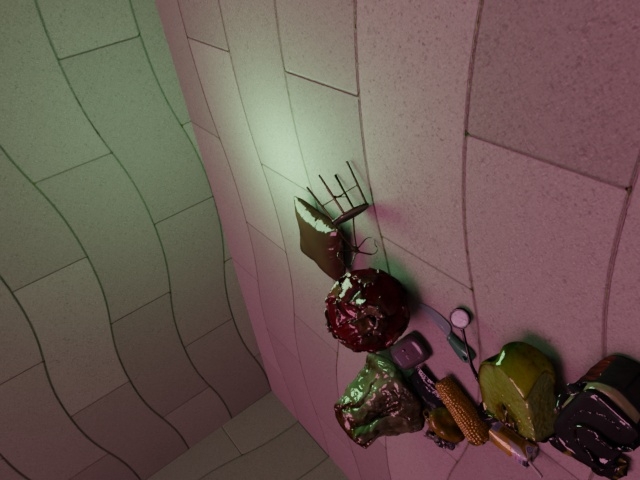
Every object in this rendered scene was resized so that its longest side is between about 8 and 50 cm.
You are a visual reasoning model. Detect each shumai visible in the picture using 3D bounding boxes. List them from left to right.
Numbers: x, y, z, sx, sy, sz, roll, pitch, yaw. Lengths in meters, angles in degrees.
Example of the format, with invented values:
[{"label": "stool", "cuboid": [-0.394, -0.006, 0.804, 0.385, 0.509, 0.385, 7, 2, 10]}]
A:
[{"label": "shumai", "cuboid": [0.229, 0.702, 2.106, 0.324, 0.323, 0.398, 33, 151, 59]}]

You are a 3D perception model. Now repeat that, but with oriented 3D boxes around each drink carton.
[{"label": "drink carton", "cuboid": [0.650, 0.680, 1.627, 0.200, 0.074, 0.084, 31, 143, 44]}]

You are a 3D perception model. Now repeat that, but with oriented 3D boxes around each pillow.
[{"label": "pillow", "cuboid": [0.000, 0.000, 2.053, 0.305, 0.108, 0.308, 39, 148, 39]}, {"label": "pillow", "cuboid": [0.434, 0.592, 1.947, 0.208, 0.055, 0.141, 46, 150, 21]}]

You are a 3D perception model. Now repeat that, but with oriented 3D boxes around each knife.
[{"label": "knife", "cuboid": [0.426, 0.304, 1.695, 0.260, 0.034, 0.063, 51, 149, 25]}]

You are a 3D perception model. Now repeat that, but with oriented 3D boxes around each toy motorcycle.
[{"label": "toy motorcycle", "cuboid": [0.466, 0.765, 2.022, 0.129, 0.094, 0.229, 19, 144, 52]}]

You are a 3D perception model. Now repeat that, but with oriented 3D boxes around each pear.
[{"label": "pear", "cuboid": [0.557, 0.398, 1.415, 0.256, 0.163, 0.238, 70, 163, -10]}]

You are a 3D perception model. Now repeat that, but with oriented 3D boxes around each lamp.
[{"label": "lamp", "cuboid": [0.500, 0.390, 1.608, 0.130, 0.108, 0.372, -27, 84, 35]}]

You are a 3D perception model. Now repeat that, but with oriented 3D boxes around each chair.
[{"label": "chair", "cuboid": [0.099, -0.090, 1.736, 0.326, 0.159, 0.170, 62, 156, 4]}]

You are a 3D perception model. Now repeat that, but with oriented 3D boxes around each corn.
[{"label": "corn", "cuboid": [0.510, 0.612, 1.791, 0.260, 0.091, 0.091, 56, -165, 8]}]

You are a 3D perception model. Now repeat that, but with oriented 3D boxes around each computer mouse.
[{"label": "computer mouse", "cuboid": [0.348, 0.433, 1.937, 0.120, 0.057, 0.232, 53, 151, 15]}]

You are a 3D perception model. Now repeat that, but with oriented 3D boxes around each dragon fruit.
[{"label": "dragon fruit", "cuboid": [0.168, 0.251, 1.796, 0.329, 0.329, 0.329, 42, 149, 32]}]

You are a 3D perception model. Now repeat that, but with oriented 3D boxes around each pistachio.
[{"label": "pistachio", "cuboid": [0.485, 0.690, 1.854, 0.189, 0.110, 0.100, 37, 130, -26]}]

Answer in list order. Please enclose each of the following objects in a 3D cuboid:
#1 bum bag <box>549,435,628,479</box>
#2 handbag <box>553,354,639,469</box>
[{"label": "bum bag", "cuboid": [0.732, 0.583, 1.392, 0.232, 0.060, 0.107, 27, 130, 46]}, {"label": "handbag", "cuboid": [0.668, 0.404, 1.180, 0.181, 0.181, 0.255, 42, 149, 31]}]
